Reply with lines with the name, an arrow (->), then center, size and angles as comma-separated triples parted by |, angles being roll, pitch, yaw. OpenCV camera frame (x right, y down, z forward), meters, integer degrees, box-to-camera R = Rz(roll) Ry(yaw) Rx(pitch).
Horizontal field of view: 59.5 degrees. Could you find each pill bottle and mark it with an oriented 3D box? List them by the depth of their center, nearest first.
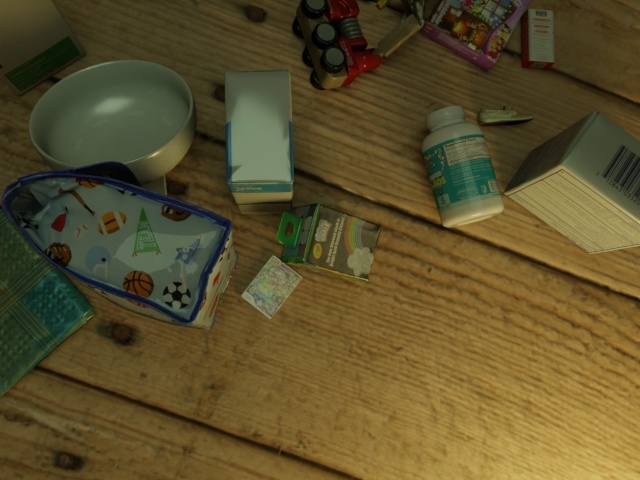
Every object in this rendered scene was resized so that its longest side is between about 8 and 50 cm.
pill bottle -> 0.321, -0.172, 1.301 | 0.146, 0.146, 0.264 | -13, 83, -7

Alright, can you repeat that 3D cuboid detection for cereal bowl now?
cereal bowl -> -0.429, -0.231, 1.210 | 0.339, 0.141, 0.338 | -1, 53, 2

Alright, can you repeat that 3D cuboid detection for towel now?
towel -> -0.708, 0.115, 1.216 | 0.271, 0.040, 0.370 | -43, 86, -11

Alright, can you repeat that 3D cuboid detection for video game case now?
video game case -> -0.112, 0.106, 1.286 | 0.087, 0.011, 0.122 | 38, 80, 0

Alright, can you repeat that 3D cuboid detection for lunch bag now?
lunch bag -> -0.368, 0.009, 1.086 | 0.386, 0.328, 0.238 | 19, 76, -1

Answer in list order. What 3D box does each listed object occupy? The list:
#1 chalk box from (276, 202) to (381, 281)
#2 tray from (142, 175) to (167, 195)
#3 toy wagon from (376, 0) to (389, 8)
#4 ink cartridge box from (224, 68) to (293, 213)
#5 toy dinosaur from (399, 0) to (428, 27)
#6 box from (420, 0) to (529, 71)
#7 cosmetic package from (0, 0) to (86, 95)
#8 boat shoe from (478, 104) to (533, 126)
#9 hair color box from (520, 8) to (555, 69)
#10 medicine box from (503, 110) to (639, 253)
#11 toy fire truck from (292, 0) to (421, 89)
chalk box -> 0.000, 0.000, 1.219 | 0.213, 0.132, 0.132 | 19, 81, -24
tray -> -0.414, -0.035, 1.268 | 0.145, 0.030, 0.270 | -7, 82, -7
toy wagon -> 0.044, -0.715, 1.392 | 0.344, 0.068, 0.267 | 37, 80, 1
ink cartridge box -> -0.123, -0.190, 1.179 | 0.129, 0.307, 0.223 | -3, 82, -4
toy dinosaur -> 0.268, -0.671, 1.375 | 0.121, 0.160, 0.313 | 34, 64, -27
box -> 0.411, -0.603, 1.416 | 0.201, 0.057, 0.293 | 30, 80, -1
cosmetic package -> -0.654, -0.474, 1.139 | 0.197, 0.365, 0.155 | -37, 87, -9
boat shoe -> 0.458, -0.310, 1.382 | 0.135, 0.050, 0.045 | -4, 88, -6
hair color box -> 0.553, -0.512, 1.424 | 0.072, 0.043, 0.141 | 3, 83, -5
medicine box -> 0.604, -0.113, 1.246 | 0.263, 0.289, 0.149 | 36, 82, 0
toy fire truck -> 0.086, -0.498, 1.335 | 0.246, 0.158, 0.217 | -16, 83, -19
